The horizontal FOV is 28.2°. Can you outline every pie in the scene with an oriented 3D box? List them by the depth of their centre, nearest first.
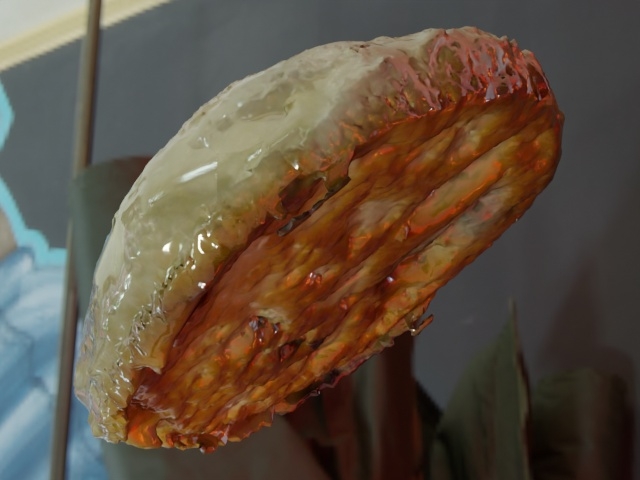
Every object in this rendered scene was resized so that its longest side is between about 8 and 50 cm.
[{"bbox_3d":[0.000,0.000,0.681,0.315,0.092,0.315,-30,157,-14],"label":"pie"}]
